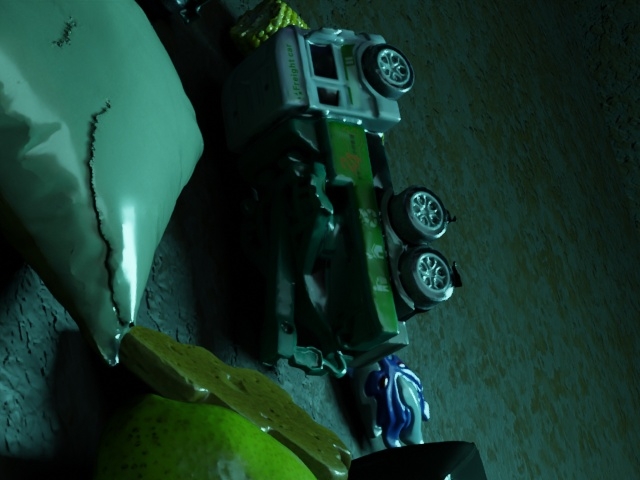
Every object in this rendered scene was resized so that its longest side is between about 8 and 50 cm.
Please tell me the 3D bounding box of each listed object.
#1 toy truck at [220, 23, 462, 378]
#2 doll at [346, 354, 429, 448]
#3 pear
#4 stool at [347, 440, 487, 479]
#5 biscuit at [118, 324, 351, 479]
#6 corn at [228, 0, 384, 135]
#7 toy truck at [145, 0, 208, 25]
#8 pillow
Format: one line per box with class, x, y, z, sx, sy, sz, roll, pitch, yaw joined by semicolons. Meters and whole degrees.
toy truck;0.008;-0.037;1.437;0.178;0.176;0.363;12;61;-35
doll;0.062;0.150;1.553;0.096;0.070;0.195;-40;102;-42
pear;-0.084;0.204;1.039;0.219;0.187;0.187;61;25;-12
stool;0.043;0.264;1.233;0.232;0.232;0.141;-24;96;-67
biscuit;-0.077;0.133;1.190;0.239;0.041;0.212;30;6;-24
corn;-0.010;-0.171;1.628;0.248;0.081;0.081;47;32;-41
toy truck;-0.158;-0.317;1.399;0.216;0.110;0.116;47;19;-41
pillow;-0.197;-0.112;1.120;0.312;0.119;0.310;58;22;-25
